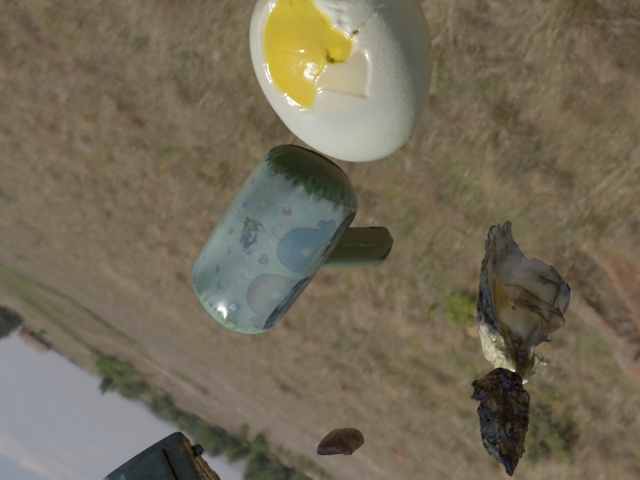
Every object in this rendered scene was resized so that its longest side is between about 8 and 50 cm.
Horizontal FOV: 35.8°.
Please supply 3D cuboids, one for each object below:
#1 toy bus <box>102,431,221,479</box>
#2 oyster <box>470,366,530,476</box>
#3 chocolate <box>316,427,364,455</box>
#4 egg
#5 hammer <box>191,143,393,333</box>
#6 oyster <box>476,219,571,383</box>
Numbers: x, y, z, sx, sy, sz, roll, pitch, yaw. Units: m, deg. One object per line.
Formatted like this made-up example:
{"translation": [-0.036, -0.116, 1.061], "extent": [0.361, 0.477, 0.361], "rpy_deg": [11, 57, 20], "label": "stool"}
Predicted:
{"translation": [-0.188, 0.457, 1.461], "extent": [0.323, 0.162, 0.194], "rpy_deg": [52, 172, 47], "label": "toy bus"}
{"translation": [0.235, 0.222, 1.233], "extent": [0.029, 0.086, 0.132], "rpy_deg": [112, 139, -60], "label": "oyster"}
{"translation": [0.027, 0.301, 1.495], "extent": [0.064, 0.031, 0.100], "rpy_deg": [-8, 179, 18], "label": "chocolate"}
{"translation": [0.040, -0.282, 1.568], "extent": [0.283, 0.283, 0.345], "rpy_deg": [21, 141, 43], "label": "egg"}
{"translation": [0.000, 0.000, 1.138], "extent": [0.119, 0.206, 0.335], "rpy_deg": [45, -161, 20], "label": "hammer"}
{"translation": [0.354, 0.107, 1.796], "extent": [0.275, 0.271, 0.100], "rpy_deg": [56, 143, 18], "label": "oyster"}
